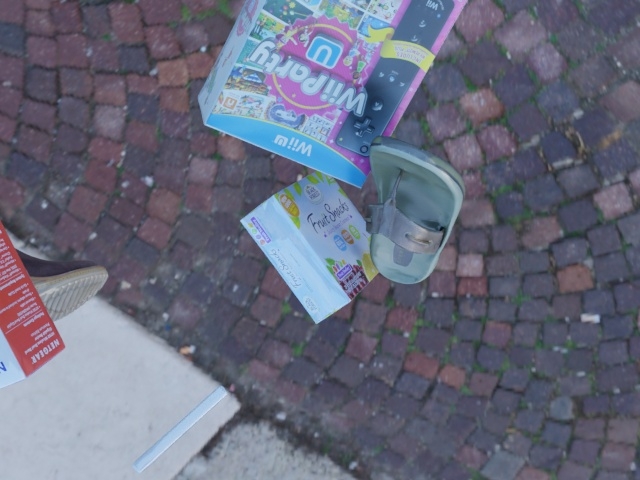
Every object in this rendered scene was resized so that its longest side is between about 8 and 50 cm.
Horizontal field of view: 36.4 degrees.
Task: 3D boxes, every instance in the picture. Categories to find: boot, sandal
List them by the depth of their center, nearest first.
[{"bbox_3d":[0.107,-0.017,1.210,0.120,0.086,0.303,21,149,16],"label":"sandal"},{"bbox_3d":[-0.408,0.012,1.226,0.207,0.248,0.090,48,122,17],"label":"boot"}]

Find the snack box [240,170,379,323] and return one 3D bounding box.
[{"bbox_3d":[0.000,0.000,1.359,0.070,0.207,0.174,-36,90,24],"label":"snack box"}]

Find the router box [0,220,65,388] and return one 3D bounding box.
[{"bbox_3d":[-0.475,0.045,0.988,0.335,0.082,0.301,-21,100,19],"label":"router box"}]

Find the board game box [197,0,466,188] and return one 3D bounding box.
[{"bbox_3d":[0.019,-0.243,1.163,0.224,0.097,0.303,20,113,-23],"label":"board game box"}]

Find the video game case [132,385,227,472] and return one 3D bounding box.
[{"bbox_3d":[-0.238,0.322,1.648,0.190,0.173,0.022,-41,86,-15],"label":"video game case"}]
